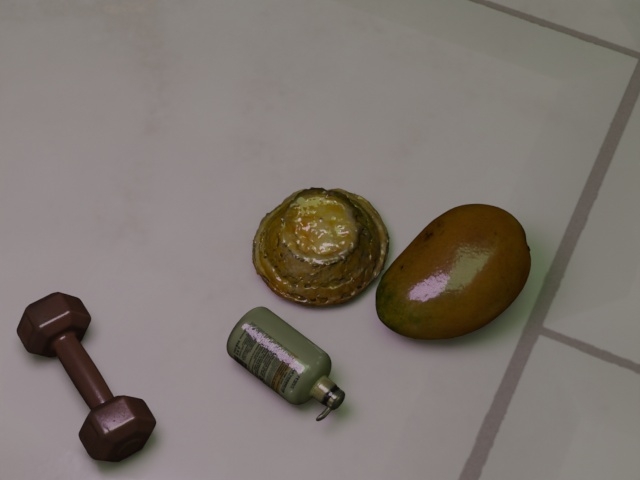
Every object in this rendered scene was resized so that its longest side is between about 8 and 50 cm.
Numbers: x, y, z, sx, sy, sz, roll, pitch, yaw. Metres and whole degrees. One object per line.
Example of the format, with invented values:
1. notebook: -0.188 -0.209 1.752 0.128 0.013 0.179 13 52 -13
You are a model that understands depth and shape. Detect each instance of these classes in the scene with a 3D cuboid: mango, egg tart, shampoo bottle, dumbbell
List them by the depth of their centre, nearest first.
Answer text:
1. dumbbell: -0.292 0.169 1.720 0.082 0.092 0.231 -11 53 -41
2. shampoo bottle: -0.037 0.156 1.734 0.162 0.079 0.079 35 64 19
3. mango: 0.176 0.047 1.784 0.151 0.120 0.221 37 71 24
4. egg tart: 0.000 0.000 1.838 0.191 0.074 0.191 0 60 -1
